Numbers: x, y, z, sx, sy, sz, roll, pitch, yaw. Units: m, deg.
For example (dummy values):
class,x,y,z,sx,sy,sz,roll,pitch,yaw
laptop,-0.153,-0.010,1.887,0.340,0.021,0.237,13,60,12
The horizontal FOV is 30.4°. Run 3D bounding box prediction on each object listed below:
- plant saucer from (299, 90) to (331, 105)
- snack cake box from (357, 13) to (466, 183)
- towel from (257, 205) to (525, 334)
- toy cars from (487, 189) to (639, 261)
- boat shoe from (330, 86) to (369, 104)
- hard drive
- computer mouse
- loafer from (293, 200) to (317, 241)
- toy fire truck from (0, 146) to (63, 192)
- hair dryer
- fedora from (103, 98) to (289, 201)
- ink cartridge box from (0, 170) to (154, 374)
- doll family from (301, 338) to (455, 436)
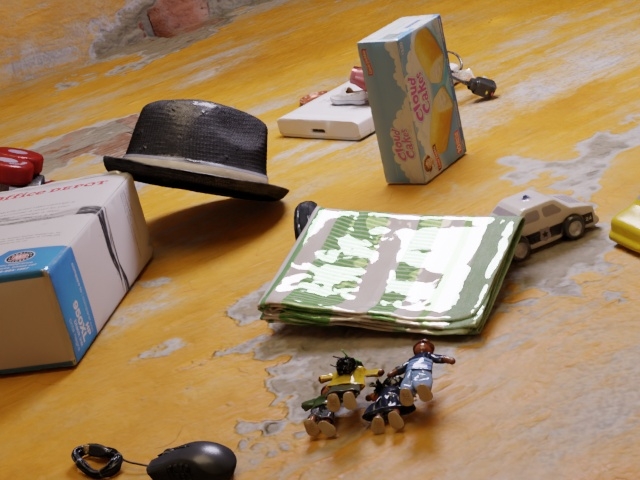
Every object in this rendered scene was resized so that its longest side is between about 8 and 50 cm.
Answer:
class,x,y,z,sx,sy,sz,roll,pitch,yaw
plant saucer,-0.007,-0.325,2.709,0.083,0.013,0.083,-13,22,5
snack cake box,0.164,-0.249,2.079,0.089,0.264,0.152,3,28,36
towel,0.098,0.035,1.643,0.324,0.038,0.248,2,40,26
toy cars,0.400,-0.047,1.681,0.393,0.087,0.176,-5,23,22
boat shoe,0.058,-0.306,2.467,0.100,0.035,0.035,10,32,44
hard drive,0.108,-0.305,2.545,0.233,0.047,0.353,8,31,43
computer mouse,-0.203,0.253,1.388,0.242,0.041,0.071,-2,26,30
loafer,0.000,0.000,1.842,0.078,0.076,0.223,-9,27,0
toy fire truck,-0.513,-0.065,2.215,0.253,0.169,0.302,11,11,-6
hair dryer,0.198,-0.332,2.454,0.293,0.080,0.223,-2,27,-23
fedora,-0.211,-0.166,2.087,0.333,0.153,0.334,8,-1,0
ink cartridge box,-0.467,0.050,1.875,0.285,0.166,0.395,-8,23,14
doll family,0.066,0.170,1.390,0.192,0.076,0.111,-3,19,14
